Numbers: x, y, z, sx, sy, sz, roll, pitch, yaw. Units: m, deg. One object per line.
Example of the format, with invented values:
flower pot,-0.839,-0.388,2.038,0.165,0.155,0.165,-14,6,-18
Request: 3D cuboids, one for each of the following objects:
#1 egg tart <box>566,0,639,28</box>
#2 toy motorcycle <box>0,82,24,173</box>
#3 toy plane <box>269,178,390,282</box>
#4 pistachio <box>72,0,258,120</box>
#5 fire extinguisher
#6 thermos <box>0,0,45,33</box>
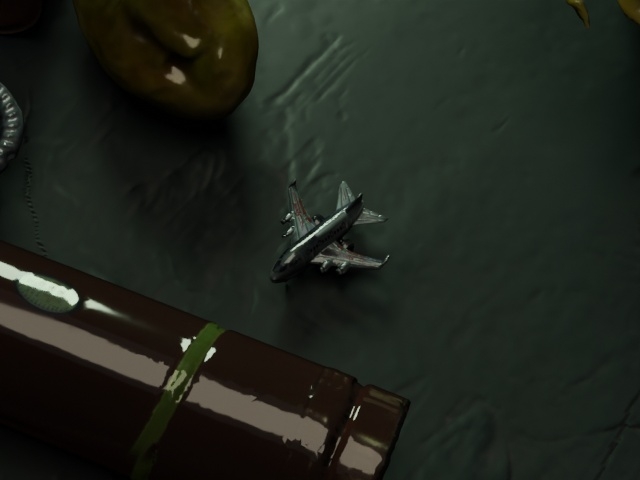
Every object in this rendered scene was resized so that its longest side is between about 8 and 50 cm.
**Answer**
egg tart,0.313,-0.213,0.856,0.387,0.169,0.388,3,58,-5
toy motorcycle,-0.316,-0.071,0.808,0.260,0.110,0.171,26,81,4
toy plane,0.000,0.000,0.811,0.078,0.031,0.083,40,68,18
pistachio,-0.104,-0.160,0.854,0.110,0.100,0.189,-19,64,7
fire extinguisher,-0.131,0.080,0.723,0.341,0.105,0.141,20,62,6
thermos,-0.201,-0.258,0.909,0.124,0.099,0.232,-13,53,38
